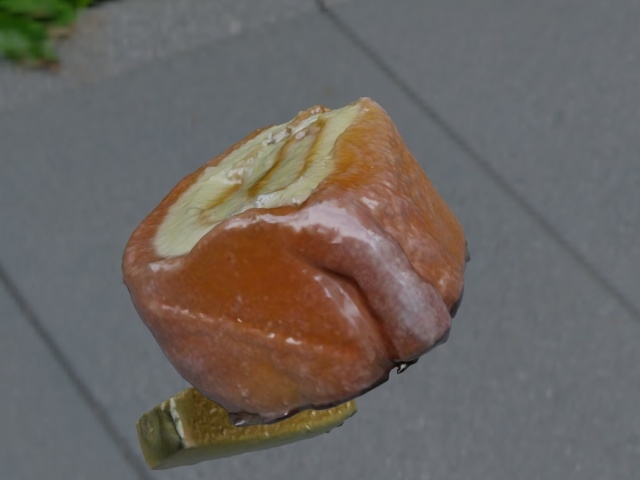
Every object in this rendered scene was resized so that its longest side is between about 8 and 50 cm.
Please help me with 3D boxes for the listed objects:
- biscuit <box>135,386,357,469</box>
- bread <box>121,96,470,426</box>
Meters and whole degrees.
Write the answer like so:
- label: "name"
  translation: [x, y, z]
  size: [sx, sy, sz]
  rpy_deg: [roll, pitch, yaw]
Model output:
- label: "biscuit"
  translation: [-0.050, 0.124, 1.366]
  size: [0.188, 0.056, 0.052]
  rpy_deg: [-4, 70, -50]
- label: "bread"
  translation: [-0.011, 0.004, 1.185]
  size: [0.190, 0.123, 0.244]
  rpy_deg: [-23, 16, 16]
